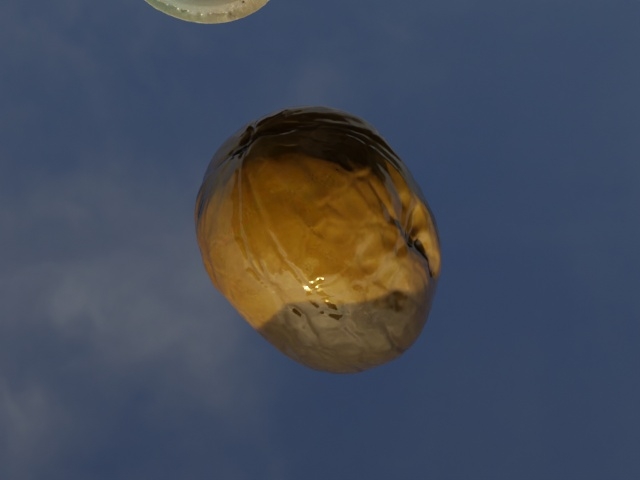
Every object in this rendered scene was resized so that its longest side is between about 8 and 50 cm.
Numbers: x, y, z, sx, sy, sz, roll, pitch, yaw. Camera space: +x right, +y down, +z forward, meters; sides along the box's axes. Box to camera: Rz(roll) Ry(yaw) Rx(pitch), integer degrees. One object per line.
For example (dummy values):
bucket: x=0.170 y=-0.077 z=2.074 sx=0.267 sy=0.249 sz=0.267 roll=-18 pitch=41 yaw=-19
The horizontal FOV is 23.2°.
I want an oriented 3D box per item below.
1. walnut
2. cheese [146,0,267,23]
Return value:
walnut: x=0.000 y=0.000 z=1.238 sx=0.193 sy=0.225 sz=0.193 roll=-21 pitch=-137 yaw=20
cheese: x=-0.117 y=-0.227 z=1.104 sx=0.245 sy=0.052 sz=0.135 roll=5 pitch=-93 yaw=-28
